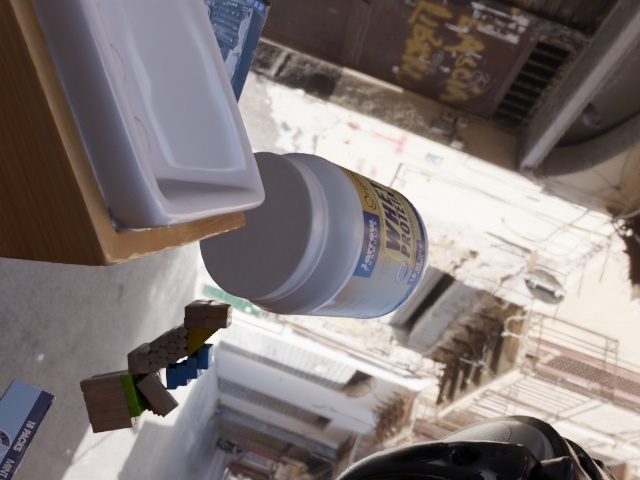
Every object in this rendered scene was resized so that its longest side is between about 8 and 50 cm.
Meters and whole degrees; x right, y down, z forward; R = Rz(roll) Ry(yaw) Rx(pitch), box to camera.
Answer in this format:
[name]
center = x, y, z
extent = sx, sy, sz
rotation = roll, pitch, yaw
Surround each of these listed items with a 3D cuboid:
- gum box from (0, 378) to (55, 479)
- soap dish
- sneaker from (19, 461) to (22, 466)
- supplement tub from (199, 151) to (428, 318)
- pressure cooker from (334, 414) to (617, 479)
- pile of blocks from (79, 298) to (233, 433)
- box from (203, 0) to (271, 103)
[gum box]
center = -0.286, 0.225, 0.464
extent = 0.184, 0.041, 0.157
rotation = -53, -164, 18
[soap dish]
center = -0.153, -0.128, 0.397
extent = 0.229, 0.118, 0.290
rotation = -33, 104, -78
[sneaker]
center = -0.542, 0.278, 0.936
extent = 0.281, 0.115, 0.105
rotation = 93, 10, -52
[supplement tub]
center = 0.000, 0.000, 0.893
extent = 0.316, 0.228, 0.228
rotation = 13, 99, -55
[pressure cooker]
center = 0.186, 0.388, 0.613
extent = 0.370, 0.420, 0.375
rotation = -39, 179, 1
[pile of blocks]
center = -0.297, 0.243, 1.183
extent = 0.362, 0.149, 0.112
rotation = -36, -179, 8
[box]
center = -0.273, -0.451, 1.252
extent = 0.308, 0.077, 0.242
rotation = 18, 91, -44
